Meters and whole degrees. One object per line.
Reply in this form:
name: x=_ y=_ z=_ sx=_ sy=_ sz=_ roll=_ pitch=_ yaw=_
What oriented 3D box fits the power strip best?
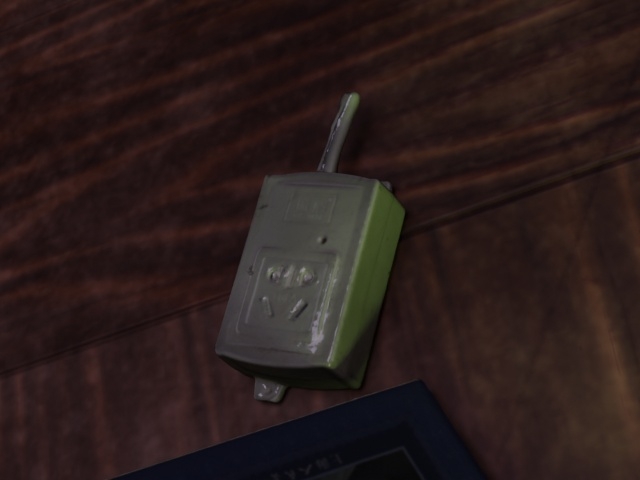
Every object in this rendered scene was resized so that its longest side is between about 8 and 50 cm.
power strip: x=0.000 y=0.000 z=0.837 sx=0.075 sy=0.042 sz=0.175 roll=3 pitch=68 yaw=30

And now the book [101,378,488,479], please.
book: x=0.026 y=0.189 z=0.679 sx=0.191 sy=0.025 sz=0.269 roll=-16 pitch=51 yaw=-23
